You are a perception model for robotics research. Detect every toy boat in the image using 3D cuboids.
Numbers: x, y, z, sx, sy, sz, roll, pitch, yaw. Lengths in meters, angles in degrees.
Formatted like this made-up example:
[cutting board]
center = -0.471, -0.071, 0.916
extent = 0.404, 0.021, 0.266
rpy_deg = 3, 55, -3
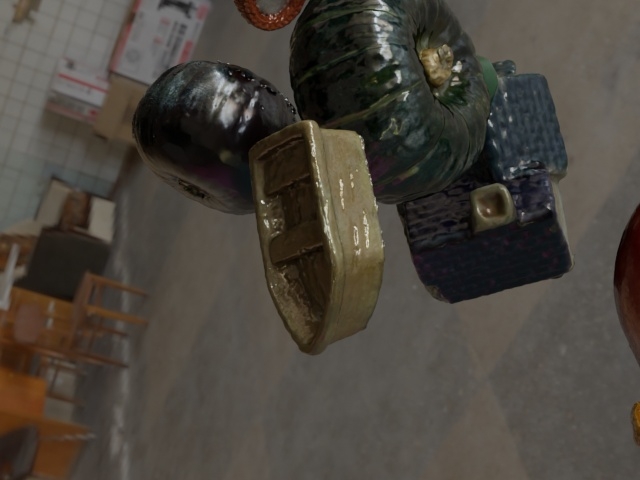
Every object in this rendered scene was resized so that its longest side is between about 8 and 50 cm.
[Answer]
[toy boat]
center = 0.000, 0.000, 0.907
extent = 0.116, 0.061, 0.188
rpy_deg = -19, 77, 58

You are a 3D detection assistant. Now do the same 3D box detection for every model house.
[model house]
center = 0.204, -0.079, 1.399
extent = 0.284, 0.243, 0.299
rpy_deg = 11, -115, -79

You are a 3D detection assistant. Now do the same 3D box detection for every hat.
[hat]
center = -0.079, -0.341, 1.385
extent = 0.112, 0.093, 0.162
rpy_deg = -59, 30, 16

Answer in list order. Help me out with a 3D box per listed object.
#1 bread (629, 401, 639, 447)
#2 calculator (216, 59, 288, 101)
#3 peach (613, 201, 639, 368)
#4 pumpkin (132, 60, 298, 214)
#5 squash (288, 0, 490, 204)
[bread]
center = 0.351, 0.174, 0.805
extent = 0.143, 0.228, 0.139
rpy_deg = -61, 1, 15
[calculator]
center = -0.121, -0.185, 1.866
extent = 0.028, 0.165, 0.274
rpy_deg = -40, 39, 39
[peach]
center = 0.404, 0.071, 1.003
extent = 0.245, 0.248, 0.275
rpy_deg = -66, -34, -66
[pumpkin]
center = -0.130, -0.128, 1.405
extent = 0.163, 0.233, 0.233
rpy_deg = -65, 17, -16
[squash]
center = 0.075, -0.166, 1.173
extent = 0.165, 0.252, 0.252
rpy_deg = -12, 56, 32
